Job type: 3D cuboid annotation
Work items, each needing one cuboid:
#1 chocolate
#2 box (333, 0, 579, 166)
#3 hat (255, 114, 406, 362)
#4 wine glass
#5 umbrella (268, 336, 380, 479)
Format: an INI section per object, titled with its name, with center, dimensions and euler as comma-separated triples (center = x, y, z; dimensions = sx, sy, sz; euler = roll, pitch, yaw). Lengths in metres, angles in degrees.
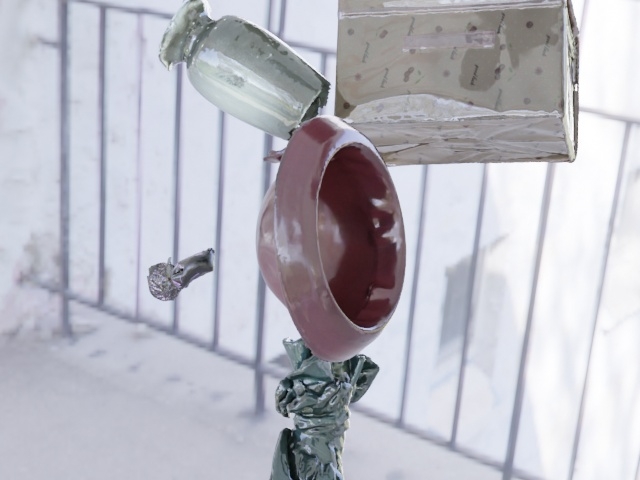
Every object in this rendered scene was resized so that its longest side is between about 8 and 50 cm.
[chocolate]
center = -0.211, 0.047, 1.794
dimensions = 0.070, 0.147, 0.072
euler = 34, 61, -11
[box]
center = 0.182, -0.212, 1.580
dimensions = 0.297, 0.191, 0.225
euler = 1, -11, 16
[hat]
center = 0.000, 0.000, 1.005
dimensions = 0.089, 0.206, 0.205
euler = -5, 13, 30
[wine glass]
center = -0.092, -0.206, 1.458
dimensions = 0.204, 0.111, 0.111
euler = 34, 26, 6
[umbrella]
center = -0.005, 0.285, 1.413
dimensions = 0.143, 0.349, 0.094
euler = 16, -14, -34
